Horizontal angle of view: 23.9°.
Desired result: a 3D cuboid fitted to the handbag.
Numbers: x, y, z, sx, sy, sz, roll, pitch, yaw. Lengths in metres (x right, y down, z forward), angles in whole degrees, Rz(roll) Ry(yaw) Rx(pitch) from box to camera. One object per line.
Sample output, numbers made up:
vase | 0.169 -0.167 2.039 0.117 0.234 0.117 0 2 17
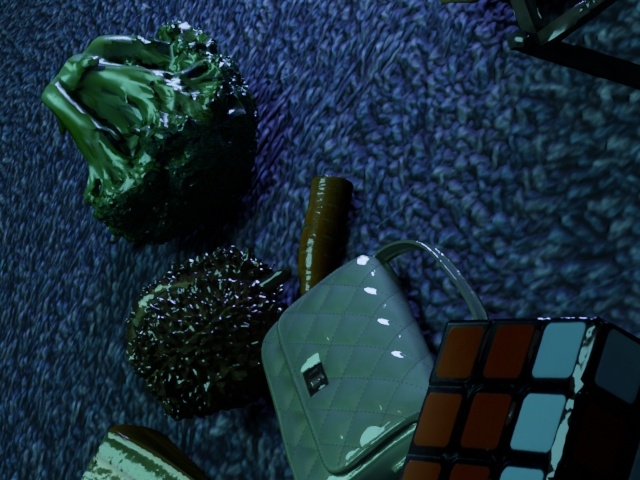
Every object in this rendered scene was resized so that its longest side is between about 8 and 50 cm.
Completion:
handbag | 0.053 0.106 1.356 0.219 0.079 0.256 -46 35 18

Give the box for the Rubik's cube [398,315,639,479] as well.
Rubik's cube | 0.171 0.151 1.047 0.161 0.162 0.163 -6 59 56

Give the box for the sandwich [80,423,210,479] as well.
sandwich | -0.156 0.284 1.582 0.187 0.144 0.117 30 91 24

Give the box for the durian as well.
durian | -0.107 0.087 1.535 0.196 0.167 0.196 -24 41 23

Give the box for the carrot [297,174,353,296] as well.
carrot | 0.000 0.000 1.551 0.048 0.048 0.139 -20 51 49

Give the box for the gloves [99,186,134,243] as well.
gloves | -0.232 -0.101 1.960 0.119 0.097 0.229 114 170 -73

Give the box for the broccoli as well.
broccoli | -0.197 -0.127 1.774 0.265 0.245 0.294 -49 5 41

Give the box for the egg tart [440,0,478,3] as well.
egg tart | 0.205 -0.362 1.466 0.341 0.129 0.341 -35 40 36

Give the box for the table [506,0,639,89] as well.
table | 0.252 -0.303 1.096 0.222 0.272 0.335 -35 60 38
